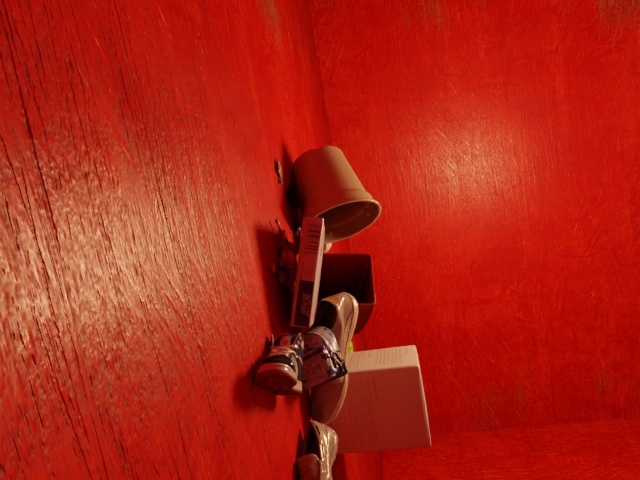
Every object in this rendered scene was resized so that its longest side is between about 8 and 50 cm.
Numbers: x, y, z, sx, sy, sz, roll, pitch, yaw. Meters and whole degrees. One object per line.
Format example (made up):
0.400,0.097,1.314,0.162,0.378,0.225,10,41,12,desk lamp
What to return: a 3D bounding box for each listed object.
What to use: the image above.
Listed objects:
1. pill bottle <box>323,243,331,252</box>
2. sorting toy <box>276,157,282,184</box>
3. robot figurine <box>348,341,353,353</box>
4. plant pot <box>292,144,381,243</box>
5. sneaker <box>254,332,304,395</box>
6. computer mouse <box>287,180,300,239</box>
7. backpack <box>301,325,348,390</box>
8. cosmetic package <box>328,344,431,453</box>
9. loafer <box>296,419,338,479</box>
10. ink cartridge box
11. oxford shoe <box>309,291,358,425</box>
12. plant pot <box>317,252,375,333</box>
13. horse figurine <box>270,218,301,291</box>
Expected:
0.000,0.000,2.059,0.184,0.103,0.103,-65,146,-74,pill bottle
-0.146,-0.241,1.664,0.062,0.012,0.083,75,6,-62,sorting toy
0.139,0.577,2.492,0.101,0.067,0.115,97,-13,-77,robot figurine
0.033,-0.197,1.878,0.334,0.334,0.305,59,10,-67,plant pot
-0.097,0.290,1.167,0.282,0.099,0.153,79,11,-64,sneaker
-0.101,-0.101,1.763,0.071,0.041,0.241,163,-76,-78,computer mouse
-0.017,0.359,1.461,0.117,0.158,0.173,16,51,-61,backpack
0.233,0.650,1.960,0.329,0.394,0.327,-6,87,-80,cosmetic package
-0.024,0.655,1.329,0.111,0.112,0.319,41,23,-14,loafer
-0.032,0.105,1.513,0.330,0.072,0.323,60,36,-84,ink cartridge box
0.016,0.390,1.579,0.130,0.169,0.448,16,82,-41,oxford shoe
0.067,0.225,1.851,0.267,0.268,0.235,-89,179,-48,plant pot
-0.103,0.059,1.469,0.174,0.066,0.263,68,16,-51,horse figurine
